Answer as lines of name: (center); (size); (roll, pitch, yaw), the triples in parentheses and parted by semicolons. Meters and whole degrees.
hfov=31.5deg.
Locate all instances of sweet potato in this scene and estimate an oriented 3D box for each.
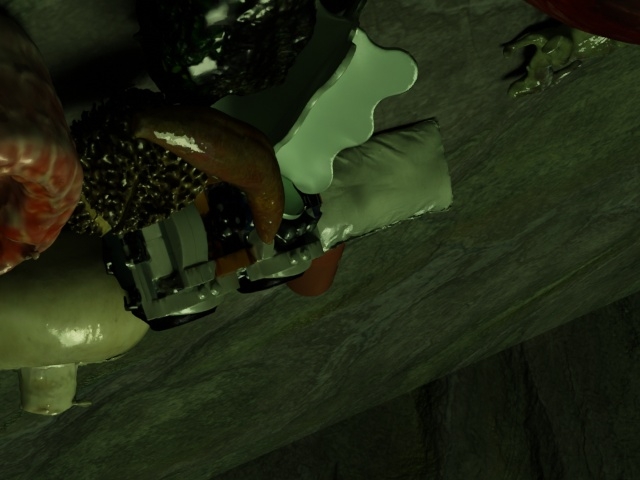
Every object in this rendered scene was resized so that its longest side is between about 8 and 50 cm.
sweet potato: (-0.078, -0.070, 1.023); (0.078, 0.058, 0.255); (-58, 151, -6)

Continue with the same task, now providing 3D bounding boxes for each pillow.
pillow: (0.076, -0.073, 1.481); (0.229, 0.128, 0.051); (-18, -165, -26)

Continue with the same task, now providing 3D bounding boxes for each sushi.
sushi: (-0.081, -0.201, 0.947); (0.127, 0.124, 0.225); (-19, 161, -26)

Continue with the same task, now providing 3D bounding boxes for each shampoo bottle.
shampoo bottle: (-0.002, 0.000, 1.606); (0.085, 0.085, 0.244); (-20, 161, -18)

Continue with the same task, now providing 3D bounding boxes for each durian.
durian: (-0.181, -0.092, 1.048); (0.148, 0.188, 0.091); (-10, 133, 7)

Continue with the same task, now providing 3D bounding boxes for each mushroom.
mushroom: (-0.296, 0.087, 1.234); (0.246, 0.202, 0.246); (-5, 174, -1)

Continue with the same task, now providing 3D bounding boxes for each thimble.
thimble: (-0.320, -0.063, 0.937); (0.239, 0.162, 0.239); (-24, 159, -10)

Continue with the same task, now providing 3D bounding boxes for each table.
table: (-0.016, -0.147, 1.136); (0.166, 0.166, 0.198); (-3, 142, -48)

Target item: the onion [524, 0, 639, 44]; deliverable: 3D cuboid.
onion: (0.247, -0.307, 0.852); (0.341, 0.341, 0.341); (-23, 160, -9)

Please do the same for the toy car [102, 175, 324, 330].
toy car: (-0.105, -0.028, 1.213); (0.118, 0.193, 0.301); (-16, -179, 42)

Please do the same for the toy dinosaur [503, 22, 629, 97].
toy dinosaur: (0.337, -0.264, 1.397); (0.294, 0.077, 0.162); (-23, 170, 35)
